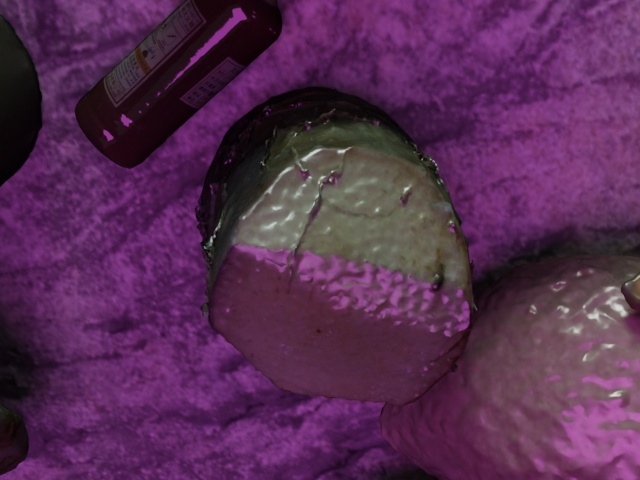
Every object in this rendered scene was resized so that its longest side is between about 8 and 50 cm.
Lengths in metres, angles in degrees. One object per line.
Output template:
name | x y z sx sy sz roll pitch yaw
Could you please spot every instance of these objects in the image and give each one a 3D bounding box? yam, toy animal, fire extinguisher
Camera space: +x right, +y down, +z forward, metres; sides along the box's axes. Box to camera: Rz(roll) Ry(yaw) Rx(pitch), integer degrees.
yam | 0.003 -0.004 0.762 0.203 0.271 0.201 5 114 -5
toy animal | 0.219 0.124 0.848 0.358 0.188 0.226 -3 91 17
fire extinguisher | -0.092 -0.147 0.792 0.231 0.099 0.071 -38 100 20

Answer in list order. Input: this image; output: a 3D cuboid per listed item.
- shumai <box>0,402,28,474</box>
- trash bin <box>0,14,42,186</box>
shumai | -0.434 0.189 0.836 0.304 0.263 0.309 36 147 -8
trash bin | -0.336 -0.072 0.735 0.203 0.301 0.252 17 112 -3
